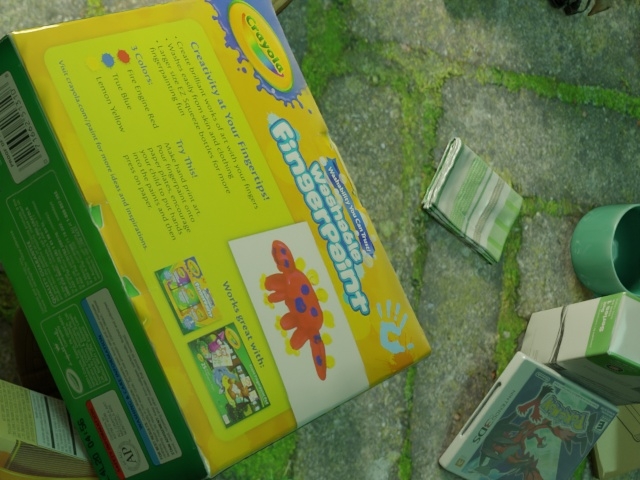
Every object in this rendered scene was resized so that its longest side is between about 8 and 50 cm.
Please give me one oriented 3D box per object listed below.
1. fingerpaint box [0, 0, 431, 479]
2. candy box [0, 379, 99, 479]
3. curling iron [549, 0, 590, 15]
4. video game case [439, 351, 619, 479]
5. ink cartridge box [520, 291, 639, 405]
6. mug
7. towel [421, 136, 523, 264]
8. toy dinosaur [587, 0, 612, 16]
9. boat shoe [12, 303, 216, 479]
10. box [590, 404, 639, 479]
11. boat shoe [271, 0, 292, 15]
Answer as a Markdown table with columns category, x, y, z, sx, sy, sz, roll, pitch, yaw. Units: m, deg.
| category | x | y | z | sx | sy | sz | roll | pitch | yaw |
| --- | --- | --- | --- | --- | --- | --- | --- | --- | --- |
| fingerpaint box | -0.131 | -0.007 | 1.507 | 0.371 | 0.163 | 0.445 | -23 | 88 | -49 |
| candy box | -0.324 | 0.232 | 1.448 | 0.316 | 0.087 | 0.183 | 25 | 119 | -36 |
| curling iron | 0.276 | -0.343 | 2.017 | 0.274 | 0.035 | 0.068 | -6 | 93 | -38 |
| video game case | 0.280 | 0.260 | 1.966 | 0.201 | 0.023 | 0.183 | 29 | 100 | -34 |
| ink cartridge box | 0.389 | 0.150 | 1.963 | 0.160 | 0.219 | 0.093 | 24 | 72 | -20 |
| mug | 0.408 | 0.025 | 2.074 | 0.129 | 0.097 | 0.158 | 43 | 65 | -30 |
| towel | 0.207 | -0.052 | 1.966 | 0.152 | 0.023 | 0.113 | 38 | 68 | -31 |
| toy dinosaur | 0.417 | -0.435 | 2.047 | 0.295 | 0.127 | 0.200 | -35 | 109 | -50 |
| boat shoe | -0.217 | 0.179 | 1.589 | 0.110 | 0.121 | 0.341 | -78 | 145 | -61 |
| box | 0.450 | 0.226 | 2.122 | 0.164 | 0.021 | 0.201 | -14 | 98 | -19 |
| boat shoe | -0.011 | -0.418 | 1.735 | 0.123 | 0.123 | 0.342 | 32 | 89 | -10 |
